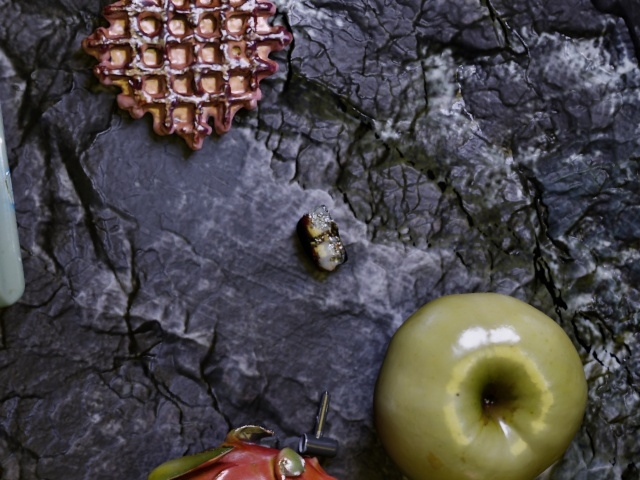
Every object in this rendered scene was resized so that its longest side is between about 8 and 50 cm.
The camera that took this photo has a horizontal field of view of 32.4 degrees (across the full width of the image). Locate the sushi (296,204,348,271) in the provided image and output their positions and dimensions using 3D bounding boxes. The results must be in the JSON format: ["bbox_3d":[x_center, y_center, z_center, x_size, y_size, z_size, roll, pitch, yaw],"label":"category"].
[{"bbox_3d":[0.000,0.000,1.389,0.046,0.044,0.083,-26,97,-15],"label":"sushi"}]

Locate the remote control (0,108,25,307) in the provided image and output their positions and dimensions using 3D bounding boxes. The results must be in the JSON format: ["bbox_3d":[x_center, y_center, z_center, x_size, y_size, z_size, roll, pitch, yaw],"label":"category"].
[{"bbox_3d":[-0.420,-0.084,1.251,0.128,0.065,0.335,-8,94,-14],"label":"remote control"}]

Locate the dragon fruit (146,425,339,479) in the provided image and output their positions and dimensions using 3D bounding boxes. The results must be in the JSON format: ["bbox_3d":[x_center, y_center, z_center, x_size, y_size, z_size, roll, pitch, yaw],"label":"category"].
[{"bbox_3d":[-0.082,0.332,1.289,0.227,0.224,0.224,-26,99,-18],"label":"dragon fruit"}]

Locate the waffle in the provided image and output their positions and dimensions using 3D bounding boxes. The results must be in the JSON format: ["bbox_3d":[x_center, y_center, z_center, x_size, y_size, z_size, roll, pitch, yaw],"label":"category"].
[{"bbox_3d":[-0.155,-0.239,1.333,0.221,0.055,0.234,40,85,-15],"label":"waffle"}]

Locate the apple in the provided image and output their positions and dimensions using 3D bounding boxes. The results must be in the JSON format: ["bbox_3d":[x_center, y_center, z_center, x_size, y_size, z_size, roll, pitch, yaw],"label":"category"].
[{"bbox_3d":[0.185,0.184,1.350,0.262,0.262,0.262,0,92,-17],"label":"apple"}]

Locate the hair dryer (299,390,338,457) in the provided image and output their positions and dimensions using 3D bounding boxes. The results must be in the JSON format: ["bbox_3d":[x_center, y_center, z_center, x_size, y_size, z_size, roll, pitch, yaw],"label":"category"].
[{"bbox_3d":[0.003,0.233,1.410,0.047,0.026,0.083,13,81,-19],"label":"hair dryer"}]
